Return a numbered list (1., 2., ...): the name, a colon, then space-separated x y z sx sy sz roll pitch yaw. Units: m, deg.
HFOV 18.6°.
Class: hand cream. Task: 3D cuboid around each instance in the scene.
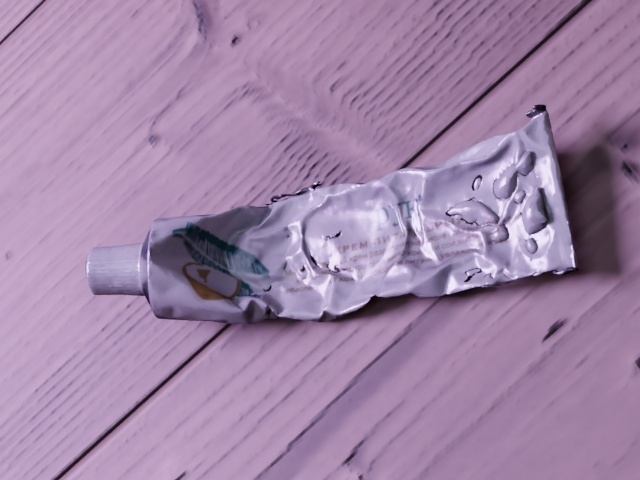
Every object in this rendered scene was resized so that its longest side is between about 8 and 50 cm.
1. hand cream: 0.001 0.001 0.966 0.257 0.050 0.084 -11 70 20
